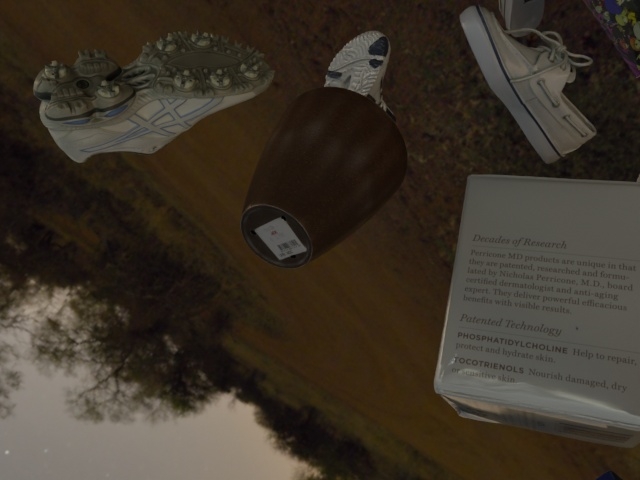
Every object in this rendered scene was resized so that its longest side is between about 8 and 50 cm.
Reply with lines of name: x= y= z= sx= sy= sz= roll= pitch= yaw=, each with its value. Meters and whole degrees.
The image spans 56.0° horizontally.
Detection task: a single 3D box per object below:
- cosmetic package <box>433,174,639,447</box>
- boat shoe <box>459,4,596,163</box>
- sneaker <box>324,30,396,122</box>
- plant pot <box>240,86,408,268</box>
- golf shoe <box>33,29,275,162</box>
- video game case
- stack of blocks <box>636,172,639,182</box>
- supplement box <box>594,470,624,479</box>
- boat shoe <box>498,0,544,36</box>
cosmetic package: x=0.418 y=0.133 z=1.087 sx=0.328 sy=0.393 sz=0.329 roll=5 pitch=159 yaw=23
boat shoe: x=0.395 y=-0.294 z=1.067 sx=0.157 sy=0.135 sz=0.367 roll=-28 pitch=124 yaw=29
sneaker: x=0.082 y=-0.253 z=1.047 sx=0.094 sy=0.153 sz=0.234 roll=35 pitch=125 yaw=24
plant pot: x=-0.012 y=-0.072 z=0.866 sx=0.216 sy=0.230 sz=0.215 roll=16 pitch=134 yaw=17
golf shoe: x=-0.124 y=-0.108 z=0.472 sx=0.086 sy=0.176 sz=0.069 roll=106 pitch=145 yaw=-56
video game case: x=0.531 y=-0.403 z=0.986 sx=0.232 sy=0.042 sz=0.210 roll=55 pitch=173 yaw=-1
stack of blocks: x=0.681 y=-0.194 z=1.114 sx=0.087 sy=0.297 sz=0.171 roll=28 pitch=-158 yaw=34
supplement box: x=0.402 y=0.511 z=0.734 sx=0.195 sy=0.194 sz=0.356 roll=38 pitch=-159 yaw=-16
boat shoe: x=0.376 y=-0.513 z=1.113 sx=0.267 sy=0.096 sz=0.088 roll=68 pitch=-178 yaw=-53
